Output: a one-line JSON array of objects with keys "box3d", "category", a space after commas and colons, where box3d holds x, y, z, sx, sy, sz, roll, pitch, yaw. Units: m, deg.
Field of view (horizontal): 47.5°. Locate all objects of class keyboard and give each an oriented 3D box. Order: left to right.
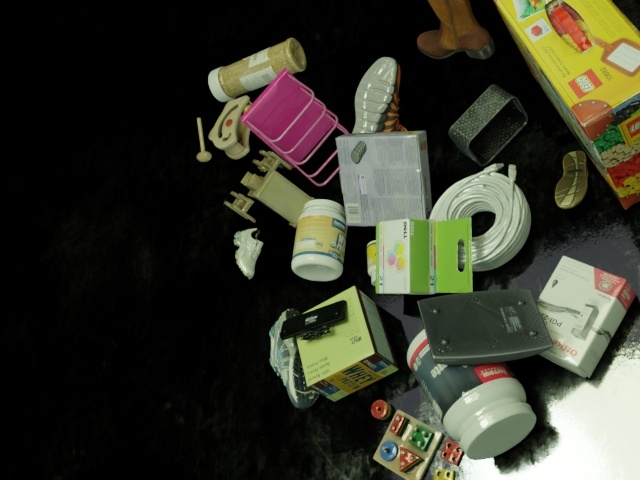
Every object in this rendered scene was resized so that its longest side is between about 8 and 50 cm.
[{"box3d": [-0.017, 0.217, 1.831, 0.192, 0.038, 0.100, -22, 30, 25], "category": "keyboard"}]

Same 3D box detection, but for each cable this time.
[{"box3d": [0.397, -0.047, 1.825, 0.257, 0.089, 0.257, -19, 56, 28], "category": "cable"}]

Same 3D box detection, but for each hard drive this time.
[{"box3d": [0.345, 0.187, 1.549, 0.254, 0.054, 0.172, -5, 45, -5], "category": "hard drive"}]

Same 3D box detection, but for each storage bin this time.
[{"box3d": [0.442, -0.303, 1.915, 0.180, 0.122, 0.084, -46, 48, 5], "category": "storage bin"}]

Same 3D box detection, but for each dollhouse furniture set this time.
[{"box3d": [-0.151, -0.145, 2.273, 0.212, 0.161, 0.242, -56, 25, -5], "category": "dollhouse furniture set"}]

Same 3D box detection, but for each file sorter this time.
[{"box3d": [-0.050, -0.324, 2.172, 0.202, 0.290, 0.182, -48, 50, 3], "category": "file sorter"}]

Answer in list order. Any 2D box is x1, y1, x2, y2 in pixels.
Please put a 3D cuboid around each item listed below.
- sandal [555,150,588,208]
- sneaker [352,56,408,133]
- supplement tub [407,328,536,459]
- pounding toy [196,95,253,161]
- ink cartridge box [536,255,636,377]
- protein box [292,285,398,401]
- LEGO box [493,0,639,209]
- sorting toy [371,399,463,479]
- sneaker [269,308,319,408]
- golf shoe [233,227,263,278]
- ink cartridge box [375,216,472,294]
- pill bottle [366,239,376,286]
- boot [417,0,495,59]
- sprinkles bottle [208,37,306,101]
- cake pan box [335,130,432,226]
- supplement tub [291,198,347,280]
[{"box3d": [0.613, -0.142, 1.756, 0.072, 0.049, 0.180, -2, 49, 29], "category": "sandal"}, {"box3d": [0.190, -0.353, 2.067, 0.124, 0.180, 0.321, 32, 114, 43], "category": "sneaker"}, {"box3d": [0.326, 0.317, 1.594, 0.191, 0.191, 0.272, -39, 48, 11], "category": "supplement tub"}, {"box3d": [-0.321, -0.383, 2.488, 0.154, 0.155, 0.270, 17, 76, 45], "category": "pounding toy"}, {"box3d": [0.556, 0.165, 1.586, 0.158, 0.092, 0.218, 26, 83, 43], "category": "ink cartridge box"}, {"box3d": [0.061, 0.265, 1.854, 0.199, 0.136, 0.201, -30, 50, 18], "category": "protein box"}, {"box3d": [0.620, -0.377, 1.661, 0.193, 0.372, 0.500, -32, 50, 17], "category": "LEGO box"}, {"box3d": [0.203, 0.480, 1.689, 0.274, 0.046, 0.132, 22, 79, 41], "category": "sorting toy"}, {"box3d": [-0.075, 0.331, 1.956, 0.122, 0.110, 0.283, -41, 43, 33], "category": "sneaker"}, {"box3d": [-0.215, 0.033, 2.236, 0.086, 0.069, 0.176, -24, 54, 16], "category": "golf shoe"}, {"box3d": [0.250, 0.038, 1.784, 0.255, 0.097, 0.189, -7, 82, 57], "category": "ink cartridge box"}, {"box3d": [0.158, 0.062, 1.948, 0.065, 0.065, 0.116, -17, 57, 27], "category": "pill bottle"}, {"box3d": [0.338, -0.629, 2.069, 0.264, 0.280, 0.096, 28, 83, 42], "category": "boot"}, {"box3d": [-0.225, -0.599, 2.568, 0.355, 0.121, 0.121, -14, 57, 29], "category": "sprinkles bottle"}, {"box3d": [0.174, -0.158, 1.958, 0.245, 0.070, 0.267, 2, 108, 34], "category": "cake pan box"}, {"box3d": [0.000, 0.000, 2.044, 0.144, 0.144, 0.200, -10, 60, 31], "category": "supplement tub"}]
